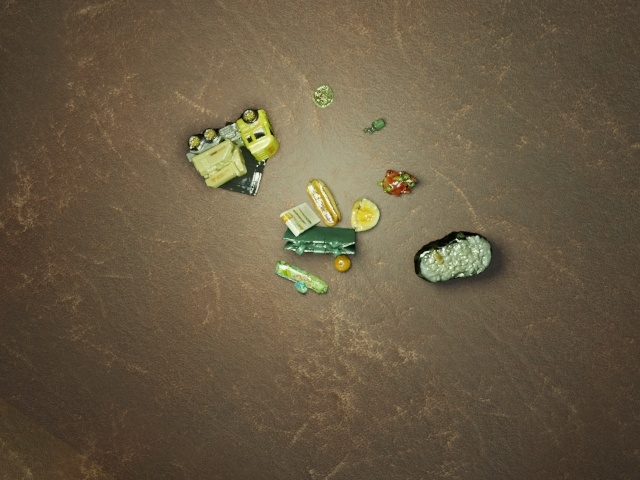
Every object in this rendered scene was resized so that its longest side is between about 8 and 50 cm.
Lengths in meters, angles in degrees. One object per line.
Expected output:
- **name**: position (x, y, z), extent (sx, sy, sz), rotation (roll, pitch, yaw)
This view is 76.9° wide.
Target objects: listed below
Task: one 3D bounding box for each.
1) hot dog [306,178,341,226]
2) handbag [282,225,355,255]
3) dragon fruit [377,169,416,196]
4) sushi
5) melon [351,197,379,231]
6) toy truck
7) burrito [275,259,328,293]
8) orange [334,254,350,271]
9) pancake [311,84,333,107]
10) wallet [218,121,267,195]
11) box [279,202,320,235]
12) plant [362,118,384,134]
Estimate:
- **hot dog**: position (0.018, -0.187, 1.921), extent (0.104, 0.076, 0.250), rotation (-30, 89, 27)
- **handbag**: position (0.000, 0.000, 1.858), extent (0.328, 0.238, 0.089), rotation (5, 107, 4)
- **dragon fruit**: position (0.367, -0.275, 1.867), extent (0.142, 0.175, 0.138), rotation (-36, 104, -22)
- **sushi**: position (0.598, 0.075, 1.847), extent (0.351, 0.171, 0.210), rotation (-22, 96, 7)
- **melon**: position (0.209, -0.118, 1.912), extent (0.129, 0.079, 0.160), rotation (9, 96, -14)
- **toy truck**: position (-0.394, -0.417, 1.840), extent (0.406, 0.180, 0.253), rotation (-26, 84, 3)
- **burrito**: position (-0.103, 0.194, 1.979), extent (0.288, 0.054, 0.104), rotation (25, 98, 2)
- **orange**: position (0.106, 0.111, 1.943), extent (0.084, 0.070, 0.083), rotation (1, 99, 9)
- **pancake**: position (0.014, -0.677, 1.892), extent (0.108, 0.017, 0.107), rotation (1, 97, 9)
- **wallet**: position (-0.378, -0.391, 1.946), extent (0.248, 0.041, 0.322), rotation (15, 94, 3)
- **box**: position (-0.091, -0.103, 1.862), extent (0.032, 0.220, 0.122), rotation (-40, 87, 31)
- **plant**: position (0.245, -0.522, 1.872), extent (0.102, 0.051, 0.051), rotation (-30, 93, 12)
